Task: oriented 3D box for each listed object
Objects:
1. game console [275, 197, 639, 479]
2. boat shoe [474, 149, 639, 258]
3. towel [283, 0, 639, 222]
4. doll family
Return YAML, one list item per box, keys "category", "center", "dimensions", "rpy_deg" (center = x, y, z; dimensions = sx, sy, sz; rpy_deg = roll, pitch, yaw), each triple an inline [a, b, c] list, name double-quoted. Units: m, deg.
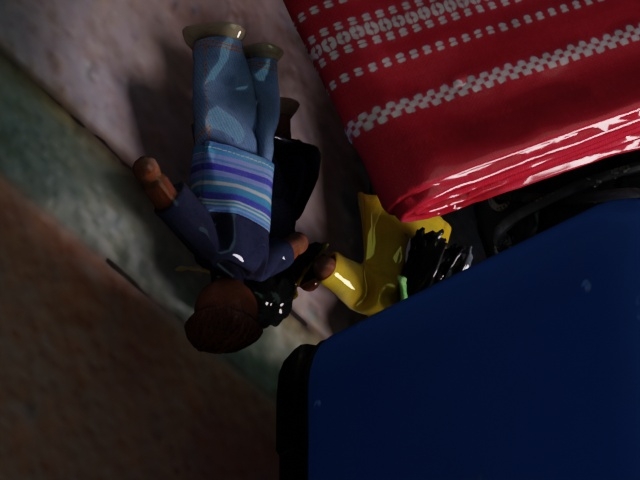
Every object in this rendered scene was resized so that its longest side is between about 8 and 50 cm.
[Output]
- category: "game console"
  center: [0.080, 0.172, 0.478]
  dimensions: [0.173, 0.250, 0.293]
  rpy_deg: [15, 62, -33]
- category: "boat shoe"
  center: [0.127, 0.007, 0.664]
  dimensions: [0.113, 0.127, 0.340]
  rpy_deg: [-47, 122, -56]
- category: "towel"
  center: [0.053, -0.150, 0.602]
  dimensions: [0.198, 0.031, 0.275]
  rpy_deg: [-19, 74, -23]
- category: "doll family"
  center: [0.000, 0.000, 0.579]
  dimensions: [0.193, 0.076, 0.111]
  rpy_deg: [17, 70, -36]
